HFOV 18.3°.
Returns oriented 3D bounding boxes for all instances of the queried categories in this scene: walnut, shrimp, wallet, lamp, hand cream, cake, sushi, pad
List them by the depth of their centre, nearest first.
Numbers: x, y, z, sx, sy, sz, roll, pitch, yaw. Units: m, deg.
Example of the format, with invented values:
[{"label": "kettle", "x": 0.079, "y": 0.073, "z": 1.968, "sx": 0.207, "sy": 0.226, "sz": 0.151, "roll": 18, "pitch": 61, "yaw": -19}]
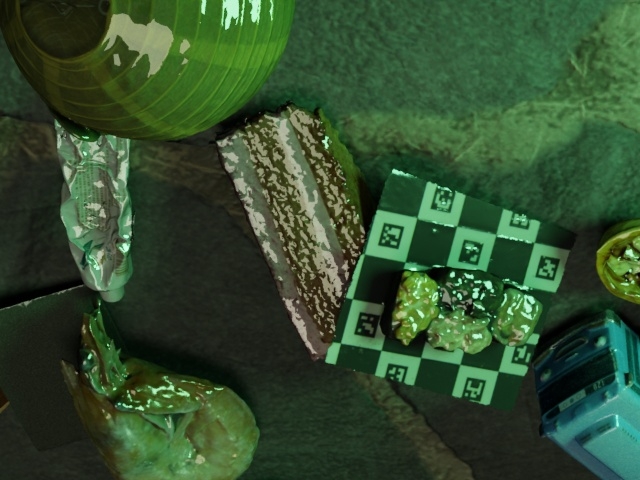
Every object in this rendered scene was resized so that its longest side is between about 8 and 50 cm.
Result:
[{"label": "lamp", "x": -0.126, "y": -0.208, "z": 1.629, "sx": 0.250, "sy": 0.284, "sz": 0.250, "roll": 7, "pitch": 103, "yaw": 32}, {"label": "sushi", "x": 0.135, "y": 0.057, "z": 1.864, "sx": 0.215, "sy": 0.050, "sz": 0.192, "roll": 17, "pitch": 96, "yaw": -25}, {"label": "cake", "x": 0.000, "y": 0.000, "z": 1.881, "sx": 0.116, "sy": 0.113, "sz": 0.295, "roll": -17, "pitch": 124, "yaw": 17}, {"label": "hand cream", "x": -0.211, "y": -0.040, "z": 1.893, "sx": 0.084, "sy": 0.050, "sz": 0.257, "roll": 5, "pitch": 129, "yaw": 3}, {"label": "walnut", "x": 0.317, "y": 0.013, "z": 1.899, "sx": 0.121, "sy": 0.052, "sz": 0.091, "roll": 20, "pitch": 128, "yaw": -15}, {"label": "pad", "x": -0.265, "y": 0.134, "z": 2.058, "sx": 0.143, "sy": 0.003, "sz": 0.211, "roll": -16, "pitch": 132, "yaw": 4}, {"label": "shrimp", "x": -0.166, "y": 0.170, "z": 2.059, "sx": 0.168, "sy": 0.077, "sz": 0.317, "roll": -20, "pitch": 136, "yaw": 3}, {"label": "wallet", "x": -0.363, "y": 0.146, "z": 2.081, "sx": 0.095, "sy": 0.026, "sz": 0.176, "roll": 33, "pitch": 121, "yaw": -24}]

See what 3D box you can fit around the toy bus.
[{"label": "toy bus", "x": 0.325, "y": 0.188, "z": 2.002, "sx": 0.116, "sy": 0.133, "sz": 0.234, "roll": -35, "pitch": 122, "yaw": 30}]
